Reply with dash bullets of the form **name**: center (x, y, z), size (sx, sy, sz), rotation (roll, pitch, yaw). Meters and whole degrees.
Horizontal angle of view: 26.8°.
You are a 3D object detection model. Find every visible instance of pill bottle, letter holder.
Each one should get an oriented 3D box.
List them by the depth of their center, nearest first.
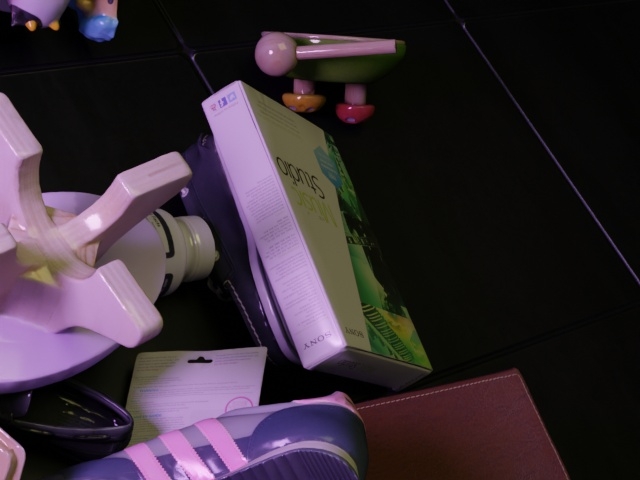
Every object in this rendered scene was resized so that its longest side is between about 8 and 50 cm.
- **letter holder**: center (0.094, 0.274, 1.320), size (0.302, 0.152, 0.214), rotation (-7, 63, -38)
- **pill bottle**: center (-0.196, 0.016, 1.369), size (0.169, 0.094, 0.094), rotation (-7, 60, -38)

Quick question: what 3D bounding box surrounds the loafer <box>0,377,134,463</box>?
- **loafer**: center (-0.275, 0.138, 1.225), size (0.223, 0.078, 0.076), rotation (24, 49, -13)

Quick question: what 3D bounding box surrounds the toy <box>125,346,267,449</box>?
- **toy**: center (-0.124, 0.215, 1.266), size (0.137, 0.056, 0.237), rotation (-3, 50, 14)

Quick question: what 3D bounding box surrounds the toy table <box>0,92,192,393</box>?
- **toy table**: center (-0.237, 0.010, 1.175), size (0.252, 0.161, 0.274), rotation (45, 50, 5)

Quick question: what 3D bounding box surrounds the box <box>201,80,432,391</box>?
- **box**: center (0.000, 0.000, 1.456), size (0.232, 0.058, 0.322), rotation (23, 42, -61)

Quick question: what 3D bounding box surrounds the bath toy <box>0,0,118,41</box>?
- **bath toy**: center (-0.392, -0.274, 1.456), size (0.348, 0.151, 0.129), rotation (-6, 95, -37)

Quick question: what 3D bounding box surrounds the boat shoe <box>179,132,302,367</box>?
- **boat shoe**: center (-0.084, 0.015, 1.454), size (0.114, 0.091, 0.302), rotation (36, 31, -52)

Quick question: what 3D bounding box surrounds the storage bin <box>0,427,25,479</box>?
- **storage bin**: center (-0.395, 0.165, 0.996), size (0.260, 0.123, 0.262), rotation (37, 16, 11)

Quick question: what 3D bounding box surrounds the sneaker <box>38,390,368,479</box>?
- **sneaker**: center (-0.107, 0.208, 1.176), size (0.131, 0.319, 0.112), rotation (-70, 146, -61)

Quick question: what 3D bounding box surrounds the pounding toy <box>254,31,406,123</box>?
- **pounding toy**: center (0.011, -0.199, 1.664), size (0.183, 0.110, 0.237), rotation (4, 9, 4)
